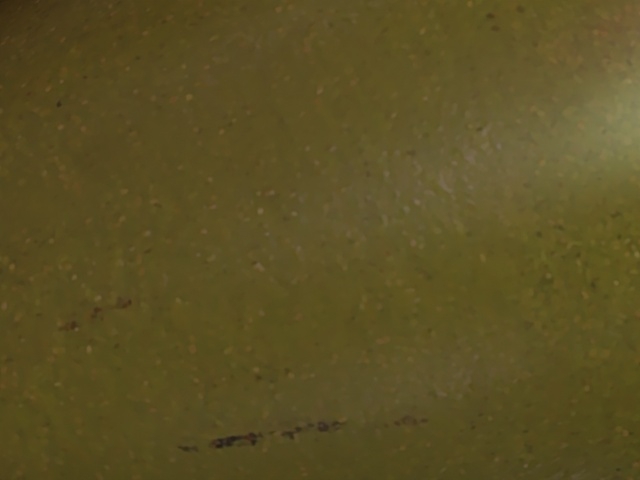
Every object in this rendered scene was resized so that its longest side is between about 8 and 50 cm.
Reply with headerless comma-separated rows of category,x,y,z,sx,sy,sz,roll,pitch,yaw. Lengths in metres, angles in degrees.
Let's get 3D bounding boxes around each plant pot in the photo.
plant pot,0.000,0.000,0.554,0.294,0.275,0.274,-18,76,-7
